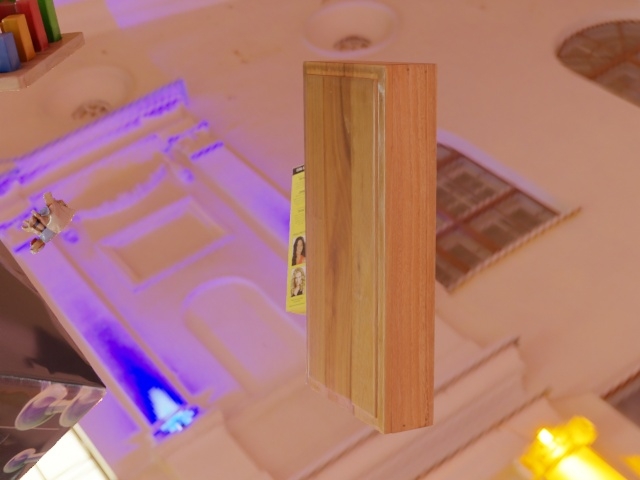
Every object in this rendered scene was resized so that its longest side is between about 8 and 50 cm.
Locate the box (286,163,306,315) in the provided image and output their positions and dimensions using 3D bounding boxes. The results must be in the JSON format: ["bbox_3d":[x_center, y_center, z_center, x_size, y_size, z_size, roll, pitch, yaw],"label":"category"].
[{"bbox_3d":[0.000,0.000,1.725,0.087,0.058,0.232,14,-111,-39],"label":"box"}]

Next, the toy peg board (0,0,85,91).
[{"bbox_3d":[-0.357,-0.213,1.168,0.160,0.161,0.079,-65,-32,-61],"label":"toy peg board"}]

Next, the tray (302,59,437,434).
[{"bbox_3d":[0.052,-0.002,1.313,0.076,0.203,0.410,-5,-79,-26],"label":"tray"}]

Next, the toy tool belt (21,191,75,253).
[{"bbox_3d":[-0.374,-0.026,1.504,0.083,0.052,0.051,-40,-77,20],"label":"toy tool belt"}]

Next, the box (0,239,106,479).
[{"bbox_3d":[-0.388,0.139,0.682,0.395,0.212,0.293,-45,-23,8],"label":"box"}]
